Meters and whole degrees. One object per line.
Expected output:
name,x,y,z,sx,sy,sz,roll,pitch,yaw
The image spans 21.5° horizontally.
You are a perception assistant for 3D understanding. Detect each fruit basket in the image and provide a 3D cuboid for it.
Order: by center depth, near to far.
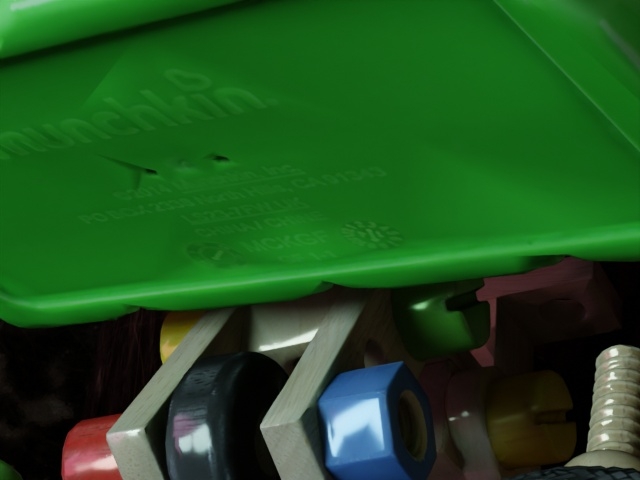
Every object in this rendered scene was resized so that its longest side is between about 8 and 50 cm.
fruit basket,0.003,-0.169,0.538,0.392,0.283,0.392,-20,54,29

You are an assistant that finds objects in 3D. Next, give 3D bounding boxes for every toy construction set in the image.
toy construction set,0.054,0.044,0.612,0.309,0.257,0.237,-35,29,43

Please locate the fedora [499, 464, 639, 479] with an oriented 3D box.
fedora,0.067,0.150,0.404,0.152,0.334,0.334,-52,-6,-36
